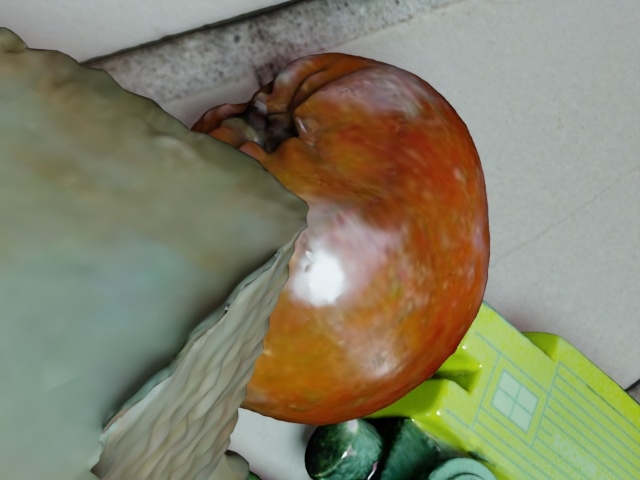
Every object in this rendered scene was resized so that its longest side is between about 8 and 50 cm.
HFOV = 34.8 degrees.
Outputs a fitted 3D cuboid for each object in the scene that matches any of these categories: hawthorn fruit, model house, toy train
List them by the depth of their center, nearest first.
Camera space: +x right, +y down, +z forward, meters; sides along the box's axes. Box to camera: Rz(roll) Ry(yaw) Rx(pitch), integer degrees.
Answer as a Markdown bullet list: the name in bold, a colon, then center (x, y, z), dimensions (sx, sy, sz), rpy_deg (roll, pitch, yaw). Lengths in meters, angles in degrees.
- **model house**: center (-0.261, 0.155, 0.527), dimensions (0.395, 0.400, 0.445), rpy_deg (25, 41, 13)
- **hawthorn fruit**: center (0.000, 0.000, 0.768), dimensions (0.284, 0.284, 0.285), rpy_deg (4, 83, -33)
- **toy train**: center (0.186, 0.235, 0.927), dimensions (0.442, 0.179, 0.272), rpy_deg (40, 59, -23)

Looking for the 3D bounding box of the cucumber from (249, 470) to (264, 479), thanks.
- **cucumber**: center (-0.055, 0.258, 0.736), dimensions (0.191, 0.191, 0.130), rpy_deg (33, 91, -27)
